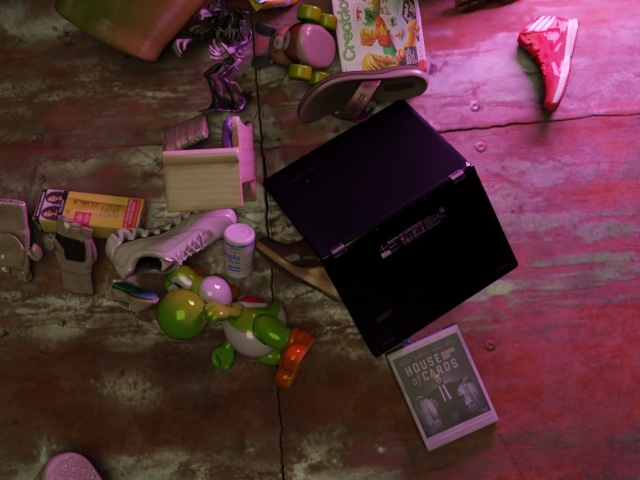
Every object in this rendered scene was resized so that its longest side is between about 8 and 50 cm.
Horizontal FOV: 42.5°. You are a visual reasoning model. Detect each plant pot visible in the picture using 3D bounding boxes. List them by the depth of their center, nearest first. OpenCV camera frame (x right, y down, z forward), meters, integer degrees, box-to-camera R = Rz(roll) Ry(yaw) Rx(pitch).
[{"bbox_3d":[-0.377,-0.584,1.740,0.366,0.366,0.353,31,102,1],"label":"plant pot"}]

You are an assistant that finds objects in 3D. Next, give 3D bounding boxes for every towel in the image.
[{"bbox_3d":[-0.297,-0.234,1.816,0.110,0.148,0.027,-25,117,2],"label":"towel"}]

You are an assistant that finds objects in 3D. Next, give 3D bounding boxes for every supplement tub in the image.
[{"bbox_3d":[-0.180,0.022,1.819,0.071,0.071,0.107,5,128,0],"label":"supplement tub"}]

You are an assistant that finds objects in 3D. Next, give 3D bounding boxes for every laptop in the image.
[{"bbox_3d":[0.153,-0.037,1.809,0.382,0.236,0.408,-32,109,-8],"label":"laptop"}]

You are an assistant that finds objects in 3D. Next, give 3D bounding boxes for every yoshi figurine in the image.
[{"bbox_3d":[-0.207,0.197,1.784,0.362,0.203,0.203,31,98,6],"label":"yoshi figurine"}]

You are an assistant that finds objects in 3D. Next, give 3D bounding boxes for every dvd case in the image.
[{"bbox_3d":[0.274,0.331,1.858,0.179,0.029,0.239,-24,90,-1],"label":"dvd case"}]

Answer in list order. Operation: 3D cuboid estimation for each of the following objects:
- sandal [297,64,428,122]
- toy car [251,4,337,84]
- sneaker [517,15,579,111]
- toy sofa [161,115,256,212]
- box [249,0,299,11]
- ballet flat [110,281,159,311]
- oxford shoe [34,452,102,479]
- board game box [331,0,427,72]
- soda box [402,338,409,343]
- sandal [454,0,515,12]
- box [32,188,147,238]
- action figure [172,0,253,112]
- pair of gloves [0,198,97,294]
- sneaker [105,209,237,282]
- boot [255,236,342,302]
[{"bbox_3d":[0.096,-0.313,1.814,0.303,0.120,0.086,-12,66,-1],"label":"sandal"},{"bbox_3d":[-0.075,-0.432,1.822,0.188,0.149,0.155,11,95,29],"label":"toy car"},{"bbox_3d":[0.497,-0.401,1.851,0.128,0.087,0.221,13,77,9],"label":"sneaker"},{"bbox_3d":[-0.222,-0.157,1.702,0.150,0.362,0.177,-3,96,0],"label":"toy sofa"},{"bbox_3d":[-0.120,-0.558,1.802,0.043,0.179,0.105,-34,88,33],"label":"box"},{"bbox_3d":[-0.408,0.132,1.817,0.057,0.168,0.052,-3,102,-40],"label":"ballet flat"},{"bbox_3d":[-0.497,0.672,1.817,0.130,0.169,0.449,-19,99,43],"label":"oxford shoe"},{"bbox_3d":[0.124,-0.517,1.858,0.193,0.053,0.305,-8,89,1],"label":"board game box"},{"bbox_3d":[0.162,0.123,1.840,0.067,0.071,0.210,0,89,-1],"label":"soda box"},{"bbox_3d":[0.388,-0.565,1.857,0.180,0.072,0.049,-14,68,4],"label":"sandal"},{"bbox_3d":[-0.512,-0.056,1.839,0.232,0.058,0.087,7,61,1],"label":"box"},{"bbox_3d":[-0.224,-0.415,1.786,0.141,0.164,0.276,-18,111,-41],"label":"action figure"},{"bbox_3d":[-0.613,0.021,1.812,0.240,0.042,0.204,15,123,1],"label":"pair of gloves"},{"bbox_3d":[-0.313,0.012,1.793,0.292,0.110,0.118,-20,45,-14],"label":"sneaker"},{"bbox_3d":[0.000,0.000,1.853,0.248,0.090,0.207,29,76,4],"label":"boot"}]
